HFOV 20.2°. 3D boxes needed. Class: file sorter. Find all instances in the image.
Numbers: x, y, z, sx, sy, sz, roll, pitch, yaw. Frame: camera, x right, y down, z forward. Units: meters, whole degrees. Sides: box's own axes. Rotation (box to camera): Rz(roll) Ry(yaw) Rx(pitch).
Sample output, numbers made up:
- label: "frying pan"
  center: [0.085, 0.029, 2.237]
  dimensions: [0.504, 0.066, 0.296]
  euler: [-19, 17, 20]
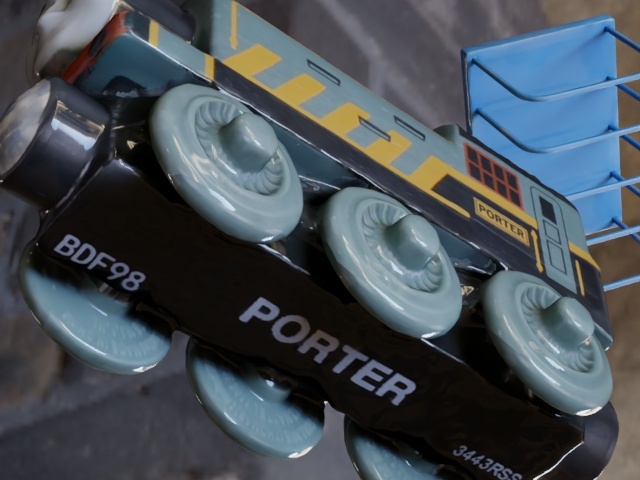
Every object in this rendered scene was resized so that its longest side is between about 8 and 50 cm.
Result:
- label: "file sorter"
  center: [0.181, -0.056, 1.291]
  dimensions: [0.118, 0.104, 0.170]
  euler: [-15, 118, -15]

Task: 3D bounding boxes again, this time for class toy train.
- label: "toy train"
  center: [0.000, 0.000, 0.831]
  dimensions: [0.334, 0.190, 0.142]
  euler: [29, 123, -25]
